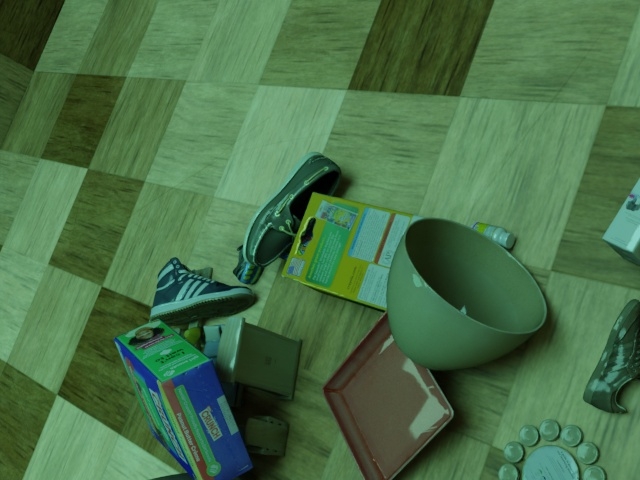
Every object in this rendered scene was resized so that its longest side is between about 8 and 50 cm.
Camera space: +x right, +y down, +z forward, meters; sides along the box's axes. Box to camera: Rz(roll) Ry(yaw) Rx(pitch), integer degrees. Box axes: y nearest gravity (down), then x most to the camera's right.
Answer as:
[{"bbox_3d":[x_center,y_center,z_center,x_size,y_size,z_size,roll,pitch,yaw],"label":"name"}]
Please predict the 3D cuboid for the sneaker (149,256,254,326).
[{"bbox_3d":[-0.291,0.110,1.957,0.282,0.099,0.153,-14,57,21],"label":"sneaker"}]

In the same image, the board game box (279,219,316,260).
[{"bbox_3d":[0.000,0.000,1.825,0.281,0.027,0.145,20,83,44],"label":"board game box"}]

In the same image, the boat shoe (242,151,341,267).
[{"bbox_3d":[-0.065,-0.061,1.814,0.305,0.109,0.091,-55,41,1],"label":"boat shoe"}]

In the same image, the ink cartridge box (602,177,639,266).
[{"bbox_3d":[0.555,-0.052,1.318,0.061,0.104,0.181,34,93,44],"label":"ink cartridge box"}]

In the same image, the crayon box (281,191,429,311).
[{"bbox_3d":[0.096,0.031,1.661,0.323,0.083,0.203,16,81,34],"label":"crayon box"}]

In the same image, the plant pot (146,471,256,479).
[{"bbox_3d":[-0.279,0.583,1.658,0.263,0.229,0.263,-18,59,33],"label":"plant pot"}]

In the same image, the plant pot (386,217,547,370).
[{"bbox_3d":[0.229,0.123,1.428,0.191,0.284,0.284,-59,42,32],"label":"plant pot"}]

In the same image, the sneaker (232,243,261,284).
[{"bbox_3d":[-0.162,0.011,1.930,0.078,0.067,0.188,24,90,38],"label":"sneaker"}]

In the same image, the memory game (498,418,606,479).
[{"bbox_3d":[0.383,0.390,1.328,0.186,0.012,0.186,-19,59,34],"label":"memory game"}]

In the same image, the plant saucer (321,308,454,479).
[{"bbox_3d":[0.132,0.307,1.524,0.258,0.048,0.259,-54,45,27],"label":"plant saucer"}]

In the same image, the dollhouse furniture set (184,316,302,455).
[{"bbox_3d":[-0.232,0.310,1.764,0.303,0.198,0.286,-7,66,39],"label":"dollhouse furniture set"}]

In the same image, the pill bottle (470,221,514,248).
[{"bbox_3d":[0.329,-0.007,1.534,0.083,0.043,0.043,17,82,43],"label":"pill bottle"}]

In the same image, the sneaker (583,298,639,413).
[{"bbox_3d":[0.497,0.191,1.298,0.071,0.066,0.188,25,93,28],"label":"sneaker"}]

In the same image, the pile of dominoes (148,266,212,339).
[{"bbox_3d":[-0.364,0.201,2.055,0.196,0.040,0.251,-12,55,37],"label":"pile of dominoes"}]

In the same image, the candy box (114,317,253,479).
[{"bbox_3d":[-0.293,0.336,1.674,0.122,0.268,0.317,-27,22,-25],"label":"candy box"}]
